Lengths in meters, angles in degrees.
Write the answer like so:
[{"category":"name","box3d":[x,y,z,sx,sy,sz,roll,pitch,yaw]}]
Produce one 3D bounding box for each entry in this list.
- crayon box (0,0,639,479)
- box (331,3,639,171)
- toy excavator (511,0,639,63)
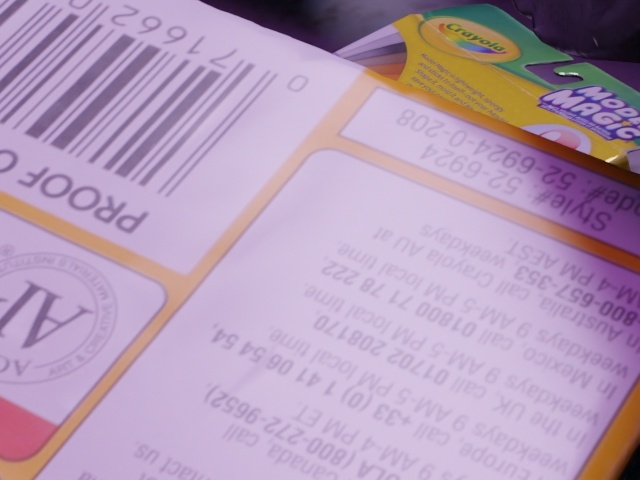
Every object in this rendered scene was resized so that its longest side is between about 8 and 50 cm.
[{"category":"crayon box","box3d":[-0.086,0.087,0.323,0.203,0.083,0.323,23,52,22]},{"category":"box","box3d":[0.000,0.000,0.493,0.179,0.043,0.105,-29,38,-15]},{"category":"toy excavator","box3d":[0.191,-0.192,0.245,0.222,0.445,0.433,3,50,-19]}]
